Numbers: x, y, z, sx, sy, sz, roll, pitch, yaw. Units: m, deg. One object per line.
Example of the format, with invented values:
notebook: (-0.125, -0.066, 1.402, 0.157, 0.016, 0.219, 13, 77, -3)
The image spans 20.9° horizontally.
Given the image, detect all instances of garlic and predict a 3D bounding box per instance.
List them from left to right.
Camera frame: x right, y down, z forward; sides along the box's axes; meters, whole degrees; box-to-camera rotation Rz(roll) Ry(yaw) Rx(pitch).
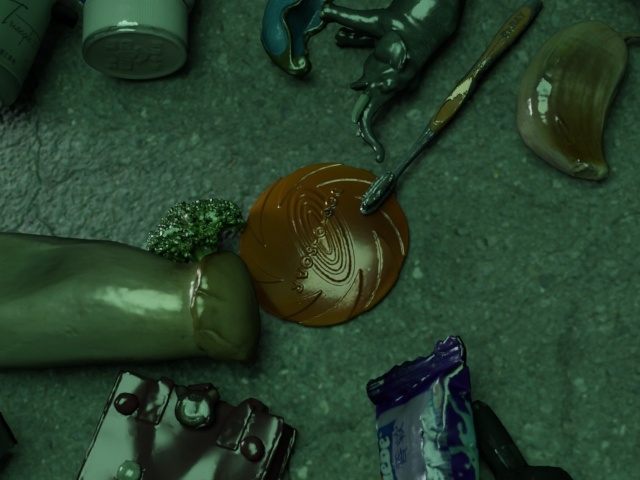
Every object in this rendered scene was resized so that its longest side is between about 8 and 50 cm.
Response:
garlic: (0.285, -0.169, 1.865, 0.128, 0.090, 0.198, 25, 70, 7)

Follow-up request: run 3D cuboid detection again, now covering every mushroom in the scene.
mushroom: (-0.259, 0.068, 1.876, 0.407, 0.137, 0.154, 0, 35, 16)

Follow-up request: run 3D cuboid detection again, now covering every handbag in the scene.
handbag: (-0.150, 0.252, 1.813, 0.203, 0.074, 0.216, 15, 74, 19)

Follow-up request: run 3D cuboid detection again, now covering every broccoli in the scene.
broccoli: (-0.135, -0.002, 1.914, 0.095, 0.092, 0.097, -15, 21, 42)

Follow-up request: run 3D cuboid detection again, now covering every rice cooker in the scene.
rice cooker: (-0.421, -0.286, 2.005, 0.280, 0.241, 0.227, 23, 77, -10)

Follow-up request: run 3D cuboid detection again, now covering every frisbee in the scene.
frisbee: (0.000, 0.000, 1.892, 0.192, 0.035, 0.192, -5, 69, 14)

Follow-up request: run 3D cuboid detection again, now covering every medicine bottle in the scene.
medicine bottle: (-0.214, -0.328, 2.017, 0.143, 0.143, 0.258, -6, 67, 13)

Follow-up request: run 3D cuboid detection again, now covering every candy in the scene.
candy: (0.109, 0.242, 1.729, 0.145, 0.070, 0.275, -28, 63, 46)

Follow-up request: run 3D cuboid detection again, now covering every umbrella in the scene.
umbrella: (0.231, 0.293, 1.691, 0.118, 0.118, 0.340, -35, 56, 0)

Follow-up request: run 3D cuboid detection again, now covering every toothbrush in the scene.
toothbrush: (0.145, -0.151, 1.906, 0.023, 0.031, 0.321, 37, 75, 12)

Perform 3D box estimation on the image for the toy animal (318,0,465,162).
toy animal: (0.071, -0.223, 1.933, 0.137, 0.082, 0.269, 23, 76, 23)

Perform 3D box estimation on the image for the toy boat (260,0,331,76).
toy boat: (-0.005, -0.275, 1.977, 0.077, 0.075, 0.185, 25, 80, 31)

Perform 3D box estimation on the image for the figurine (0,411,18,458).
figurine: (-0.449, 0.284, 1.824, 0.143, 0.308, 0.308, 36, 80, -15)
